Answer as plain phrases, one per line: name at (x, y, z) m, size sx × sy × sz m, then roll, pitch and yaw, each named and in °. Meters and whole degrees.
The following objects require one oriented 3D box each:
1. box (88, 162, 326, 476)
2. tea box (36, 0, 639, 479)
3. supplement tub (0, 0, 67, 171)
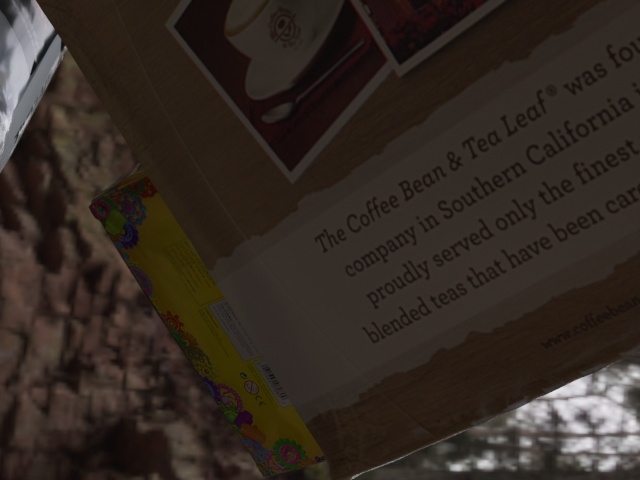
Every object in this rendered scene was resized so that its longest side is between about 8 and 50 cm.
box at (0.000, 0.000, 1.307) m, size 0.177 × 0.279 × 0.290 m, roll -22°, pitch -74°, yaw 37°
tea box at (0.137, -0.128, 0.473) m, size 0.329 × 0.323 × 0.220 m, roll -33°, pitch -91°, yaw 43°
supplement tub at (-0.251, -0.191, 0.969) m, size 0.207 × 0.207 × 0.338 m, roll -27°, pitch -149°, yaw 34°
